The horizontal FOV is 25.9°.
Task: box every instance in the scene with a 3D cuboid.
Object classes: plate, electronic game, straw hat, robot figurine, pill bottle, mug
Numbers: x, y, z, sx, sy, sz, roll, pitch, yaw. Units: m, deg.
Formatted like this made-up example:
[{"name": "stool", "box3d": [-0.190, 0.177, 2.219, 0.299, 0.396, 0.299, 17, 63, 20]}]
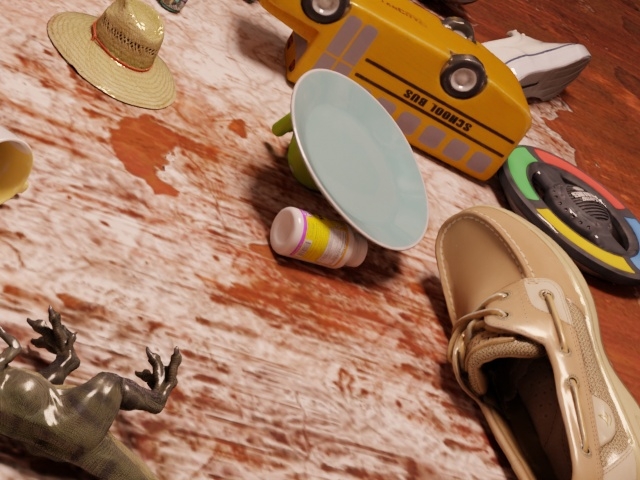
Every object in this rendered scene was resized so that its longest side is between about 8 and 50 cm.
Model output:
[{"name": "plate", "box3d": [0.032, -0.071, 1.275, 0.188, 0.024, 0.188, 34, 40, -35]}, {"name": "electronic game", "box3d": [0.301, -0.031, 1.619, 0.229, 0.048, 0.229, 27, 29, -16]}, {"name": "straw hat", "box3d": [-0.179, -0.192, 1.302, 0.144, 0.061, 0.144, 27, 29, -16]}, {"name": "robot figurine", "box3d": [0.004, -0.091, 1.347, 0.101, 0.067, 0.115, 42, 25, -15]}, {"name": "pill bottle", "box3d": [0.000, 0.000, 1.224, 0.083, 0.043, 0.043, 16, 33, -35]}, {"name": "mug", "box3d": [-0.255, -0.061, 1.026, 0.062, 0.078, 0.064, -33, 58, -27]}]

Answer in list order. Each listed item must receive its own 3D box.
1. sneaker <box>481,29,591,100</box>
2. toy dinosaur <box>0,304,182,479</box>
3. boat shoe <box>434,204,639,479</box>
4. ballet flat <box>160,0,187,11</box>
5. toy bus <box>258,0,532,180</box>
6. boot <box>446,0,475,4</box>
[{"name": "sneaker", "box3d": [0.286, -0.248, 1.893, 0.091, 0.094, 0.258, 50, 31, 16]}, {"name": "toy dinosaur", "box3d": [-0.151, 0.102, 0.877, 0.268, 0.064, 0.118, 33, 34, -11]}, {"name": "boat shoe", "box3d": [0.173, 0.091, 1.197, 0.110, 0.121, 0.341, 14, 36, -39]}, {"name": "ballet flat", "box3d": [-0.160, -0.290, 1.503, 0.041, 0.041, 0.114, 18, 32, -31]}, {"name": "toy bus", "box3d": [0.076, -0.201, 1.536, 0.333, 0.130, 0.108, 26, 30, -20]}, {"name": "boot", "box3d": [0.101, -0.428, 1.994, 0.305, 0.112, 0.115, 34, 0, -1]}]
